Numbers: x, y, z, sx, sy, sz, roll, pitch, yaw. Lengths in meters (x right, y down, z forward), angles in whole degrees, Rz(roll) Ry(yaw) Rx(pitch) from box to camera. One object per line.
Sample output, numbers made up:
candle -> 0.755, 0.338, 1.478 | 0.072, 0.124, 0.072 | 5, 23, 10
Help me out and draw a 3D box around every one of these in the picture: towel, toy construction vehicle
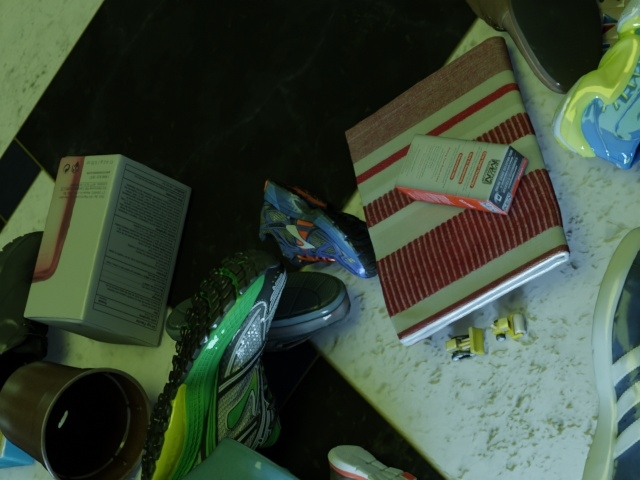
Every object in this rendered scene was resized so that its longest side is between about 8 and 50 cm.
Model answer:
towel -> 0.156, -0.060, 1.678 | 0.237, 0.037, 0.329 | -32, 49, 26
toy construction vehicle -> 0.181, 0.084, 1.624 | 0.098, 0.035, 0.086 | -17, 63, 33

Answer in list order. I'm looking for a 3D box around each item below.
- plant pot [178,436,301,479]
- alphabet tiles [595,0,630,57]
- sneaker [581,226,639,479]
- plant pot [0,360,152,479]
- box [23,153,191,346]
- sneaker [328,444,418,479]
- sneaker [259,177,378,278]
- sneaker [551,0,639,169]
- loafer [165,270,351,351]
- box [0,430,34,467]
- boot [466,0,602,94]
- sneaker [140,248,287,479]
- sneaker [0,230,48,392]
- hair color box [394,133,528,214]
plant pot -> -0.100, 0.373, 1.606 | 0.271, 0.271, 0.255 | 23, 73, 42
alphabet tiles -> 0.395, -0.266, 1.607 | 0.198, 0.009, 0.237 | 0, 73, 39
sneaker -> 0.349, 0.158, 1.410 | 0.148, 0.131, 0.350 | 0, 79, 32
plant pot -> -0.337, 0.236, 1.912 | 0.165, 0.167, 0.167 | 11, 80, 50
box -> -0.288, 0.015, 1.954 | 0.127, 0.148, 0.232 | 1, 73, 39
sneaker -> 0.068, 0.293, 1.633 | 0.158, 0.061, 0.065 | 32, 121, 43
sneaker -> 0.000, 0.000, 1.787 | 0.221, 0.083, 0.087 | 35, 109, 47
sneaker -> 0.363, -0.179, 1.551 | 0.126, 0.091, 0.240 | 37, 98, 23
loafer -> -0.069, 0.103, 1.805 | 0.267, 0.084, 0.096 | -9, 36, 32
box -> -0.516, 0.283, 2.092 | 0.244, 0.060, 0.100 | -11, 65, 36
boot -> 0.240, -0.279, 1.695 | 0.115, 0.112, 0.305 | 119, 139, -51
sneaker -> -0.107, 0.165, 1.727 | 0.134, 0.146, 0.343 | -105, 32, -62
sneaker -> -0.430, 0.118, 2.047 | 0.130, 0.109, 0.286 | 9, 66, 33
hair color box -> 0.158, -0.076, 1.627 | 0.141, 0.043, 0.072 | 12, 76, 46
